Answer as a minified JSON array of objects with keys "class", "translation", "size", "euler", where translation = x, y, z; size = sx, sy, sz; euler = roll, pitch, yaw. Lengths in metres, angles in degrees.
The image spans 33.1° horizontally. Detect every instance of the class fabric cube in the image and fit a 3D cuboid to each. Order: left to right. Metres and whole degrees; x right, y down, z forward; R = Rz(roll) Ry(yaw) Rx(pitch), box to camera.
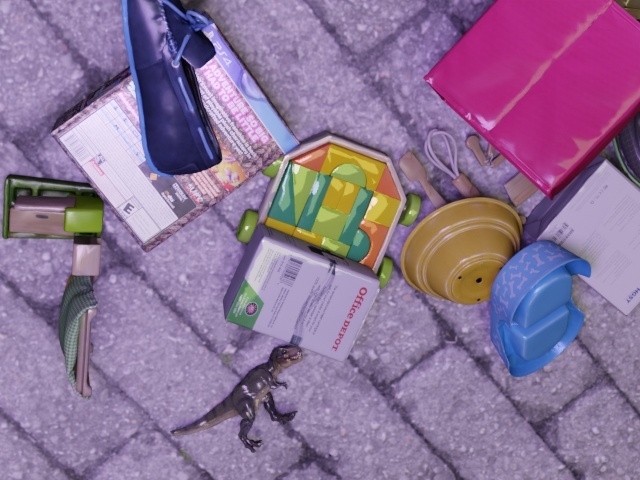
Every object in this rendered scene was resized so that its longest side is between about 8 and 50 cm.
[{"class":"fabric cube","translation":[0.343,-0.241,1.621],"size":[0.259,0.254,0.258],"euler":[44,100,8]}]

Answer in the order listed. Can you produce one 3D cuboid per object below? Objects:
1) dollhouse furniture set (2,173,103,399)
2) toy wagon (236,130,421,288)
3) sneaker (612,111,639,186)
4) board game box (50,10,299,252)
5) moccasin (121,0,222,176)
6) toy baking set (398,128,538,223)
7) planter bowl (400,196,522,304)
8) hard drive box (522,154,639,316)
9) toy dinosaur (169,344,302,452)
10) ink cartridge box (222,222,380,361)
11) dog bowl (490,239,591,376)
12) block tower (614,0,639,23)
[{"class":"dollhouse furniture set","translation":[-0.419,0.070,1.660],"size":[0.151,0.197,0.301],"euler":[3,106,-12]},{"class":"toy wagon","translation":[0.000,0.000,1.778],"size":[0.267,0.068,0.344],"euler":[19,103,-14]},{"class":"sneaker","translation":[0.610,-0.301,1.718],"size":[0.185,0.202,0.482],"euler":[14,104,-13]},{"class":"board game box","translation":[-0.221,-0.168,1.649],"size":[0.291,0.141,0.232],"euler":[-35,109,2]},{"class":"moccasin","translation":[-0.197,-0.259,1.491],"size":[0.117,0.137,0.342],"euler":[-2,118,7]},{"class":"toy baking set","translation":[0.248,-0.099,1.799],"size":[0.256,0.030,0.196],"euler":[-14,103,-19]},{"class":"planter bowl","translation":[0.248,0.041,1.780],"size":[0.217,0.090,0.217],"euler":[-10,133,-10]},{"class":"hard drive box","translation":[0.491,-0.012,1.847],"size":[0.232,0.089,0.181],"euler":[38,98,-18]},{"class":"toy dinosaur","translation":[-0.117,0.289,1.853],"size":[0.268,0.064,0.118],"euler":[-39,95,4]},{"class":"ink cartridge box","translation":[-0.031,0.084,1.718],"size":[0.208,0.087,0.153],"euler":[22,103,-15]},{"class":"dog bowl","translation":[0.359,0.112,1.799],"size":[0.166,0.074,0.297],"euler":[-31,145,-14]},{"class":"block tower","translation":[0.501,-0.504,1.697],"size":[0.097,0.091,0.335],"euler":[3,106,-10]}]
